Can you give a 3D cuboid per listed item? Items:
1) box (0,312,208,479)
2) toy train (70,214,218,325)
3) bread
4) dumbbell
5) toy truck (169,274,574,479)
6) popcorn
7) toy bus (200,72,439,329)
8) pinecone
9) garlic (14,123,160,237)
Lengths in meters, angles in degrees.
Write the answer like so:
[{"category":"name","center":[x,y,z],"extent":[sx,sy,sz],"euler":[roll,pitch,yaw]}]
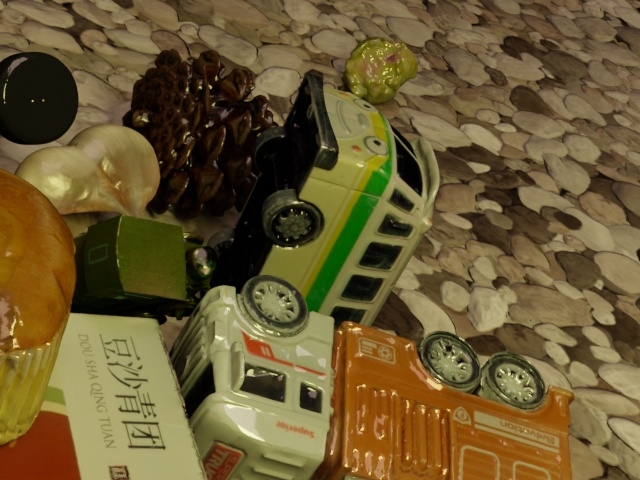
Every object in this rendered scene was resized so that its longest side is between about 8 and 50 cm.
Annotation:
[{"category":"box","center":[-0.293,0.204,1.085],"extent":[0.385,0.122,0.344],"euler":[6,37,-27]},{"category":"toy train","center":[-0.206,0.040,1.295],"extent":[0.137,0.225,0.090],"euler":[12,67,-46]},{"category":"bread","center":[-0.289,0.040,1.090],"extent":[0.179,0.133,0.250],"euler":[19,33,-15]},{"category":"dumbbell","center":[-0.356,-0.154,1.484],"extent":[0.100,0.100,0.191],"euler":[-9,9,-41]},{"category":"toy truck","center":[0.044,0.194,1.272],"extent":[0.388,0.173,0.207],"euler":[18,42,-16]},{"category":"popcorn","center":[0.087,-0.254,1.994],"extent":[0.097,0.109,0.089],"euler":[61,0,-6]},{"category":"toy bus","center":[0.000,0.000,1.393],"extent":[0.179,0.305,0.143],"euler":[15,34,-18]},{"category":"pinecone","center":[-0.136,-0.119,1.579],"extent":[0.208,0.207,0.207],"euler":[17,34,-12]},{"category":"garlic","center":[-0.253,-0.058,1.450],"extent":[0.099,0.124,0.174],"euler":[8,19,41]}]
